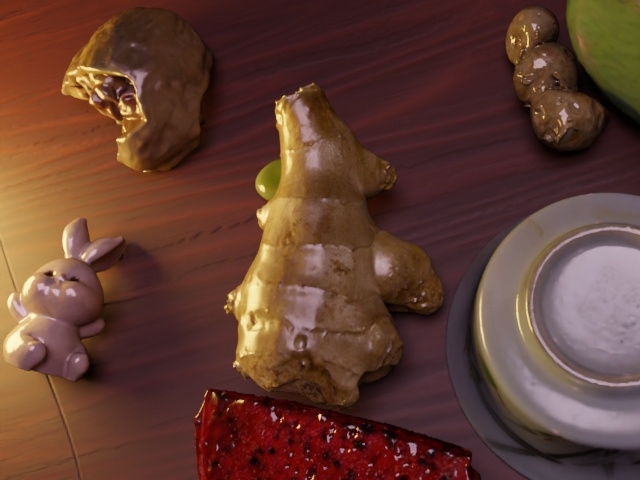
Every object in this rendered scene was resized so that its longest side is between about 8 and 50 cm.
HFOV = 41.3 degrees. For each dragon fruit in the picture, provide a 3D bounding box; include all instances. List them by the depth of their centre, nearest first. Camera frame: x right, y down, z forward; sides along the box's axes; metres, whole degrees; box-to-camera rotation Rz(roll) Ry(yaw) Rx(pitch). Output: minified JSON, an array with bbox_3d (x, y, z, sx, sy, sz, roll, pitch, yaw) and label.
[{"bbox_3d":[0.018,0.286,0.893,0.316,0.152,0.205,9,81,28],"label":"dragon fruit"}]

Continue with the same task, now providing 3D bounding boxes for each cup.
[{"bbox_3d":[0.299,0.089,0.891,0.347,0.163,0.347,-5,68,12],"label":"cup"}]

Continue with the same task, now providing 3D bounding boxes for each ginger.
[{"bbox_3d":[0.024,0.002,0.983,0.236,0.166,0.376,9,87,21],"label":"ginger"},{"bbox_3d":[0.284,-0.202,1.054,0.104,0.080,0.204,-7,64,-26],"label":"ginger"}]

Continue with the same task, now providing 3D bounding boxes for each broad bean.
[{"bbox_3d":[-0.045,-0.082,1.101,0.083,0.045,0.063,-28,58,8],"label":"broad bean"}]

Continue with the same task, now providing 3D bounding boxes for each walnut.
[{"bbox_3d":[-0.242,-0.230,1.154,0.204,0.141,0.238,-39,68,-9],"label":"walnut"}]

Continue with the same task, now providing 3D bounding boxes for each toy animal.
[{"bbox_3d":[-0.324,0.064,1.067,0.124,0.124,0.213,9,75,16],"label":"toy animal"}]

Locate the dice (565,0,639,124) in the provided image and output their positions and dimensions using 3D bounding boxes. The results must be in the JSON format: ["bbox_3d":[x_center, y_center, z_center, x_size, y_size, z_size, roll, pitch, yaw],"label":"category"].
[{"bbox_3d":[0.478,-0.294,0.902,0.318,0.330,0.322,39,79,24],"label":"dice"}]
